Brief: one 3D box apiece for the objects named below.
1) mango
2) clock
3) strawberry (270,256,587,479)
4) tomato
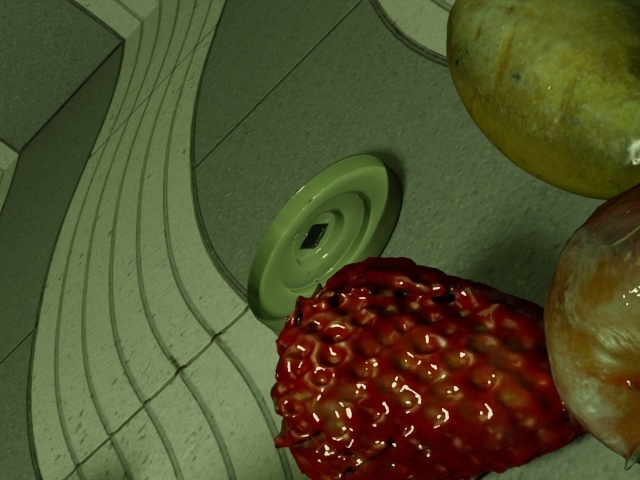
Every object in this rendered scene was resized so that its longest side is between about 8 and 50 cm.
[{"bbox_3d":[0.229,-0.137,1.020,0.329,0.175,0.176,-117,35,-41],"label":"mango"},{"bbox_3d":[0.000,0.000,1.346,0.235,0.029,0.235,-39,28,25],"label":"clock"},{"bbox_3d":[0.091,0.109,0.902,0.244,0.205,0.205,-1,52,33],"label":"strawberry"},{"bbox_3d":[0.231,0.038,0.728,0.214,0.155,0.181,-26,31,43],"label":"tomato"}]
